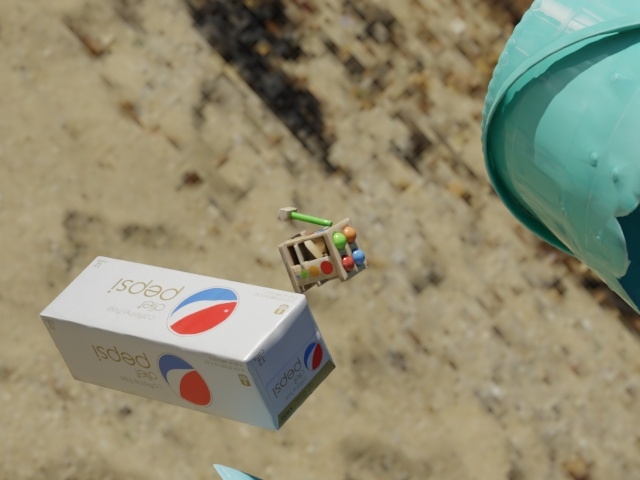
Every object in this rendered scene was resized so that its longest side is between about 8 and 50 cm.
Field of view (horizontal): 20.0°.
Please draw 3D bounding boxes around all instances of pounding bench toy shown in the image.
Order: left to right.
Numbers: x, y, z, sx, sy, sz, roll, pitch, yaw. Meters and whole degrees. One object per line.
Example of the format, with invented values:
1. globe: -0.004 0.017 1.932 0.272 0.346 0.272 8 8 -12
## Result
1. pounding bench toy: 0.000 0.000 1.749 0.052 0.065 0.083 -31 102 -58

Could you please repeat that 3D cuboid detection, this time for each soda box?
1. soda box: -0.098 0.072 1.307 0.216 0.074 0.069 9 -47 41

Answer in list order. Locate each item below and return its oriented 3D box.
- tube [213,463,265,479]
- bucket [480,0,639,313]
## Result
1. tube: 0.018 0.215 1.257 0.207 0.052 0.080 35 -5 -26
2. bucket: 0.271 -0.090 1.422 0.183 0.281 0.281 39 6 39
